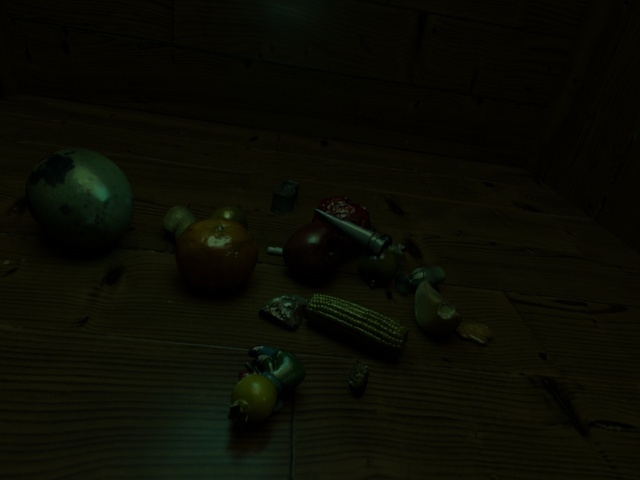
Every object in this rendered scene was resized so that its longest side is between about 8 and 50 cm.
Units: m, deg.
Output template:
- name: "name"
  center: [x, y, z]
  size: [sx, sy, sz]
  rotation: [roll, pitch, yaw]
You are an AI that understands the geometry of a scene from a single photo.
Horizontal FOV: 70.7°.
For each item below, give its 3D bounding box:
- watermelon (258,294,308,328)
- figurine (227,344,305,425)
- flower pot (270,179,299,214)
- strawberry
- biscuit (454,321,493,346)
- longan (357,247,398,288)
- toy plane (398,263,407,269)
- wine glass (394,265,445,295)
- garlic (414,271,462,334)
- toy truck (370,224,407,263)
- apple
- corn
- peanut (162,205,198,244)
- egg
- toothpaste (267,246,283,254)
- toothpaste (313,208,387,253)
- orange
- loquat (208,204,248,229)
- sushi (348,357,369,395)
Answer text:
- name: "watermelon"
  center: [-0.102, 0.232, 1.490]
  size: [0.187, 0.071, 0.139]
  rotation: [-4, 35, -27]
- name: "figurine"
  center: [-0.167, 0.367, 1.155]
  size: [0.185, 0.127, 0.234]
  rotation: [22, 39, 31]
- name: "flower pot"
  center: [-0.173, -0.223, 2.288]
  size: [0.103, 0.108, 0.229]
  rotation: [14, 28, 5]
- name: "strawberry"
  center: [0.070, -0.051, 1.913]
  size: [0.258, 0.257, 0.276]
  rotation: [21, 65, 19]
- name: "biscuit"
  center: [0.544, 0.326, 1.578]
  size: [0.140, 0.023, 0.118]
  rotation: [0, 28, -20]
- name: "longan"
  center: [0.221, 0.106, 1.773]
  size: [0.155, 0.145, 0.176]
  rotation: [8, 62, 36]
- name: "toy plane"
  center: [0.331, 0.104, 1.927]
  size: [0.078, 0.024, 0.084]
  rotation: [-4, 19, 6]
- name: "wine glass"
  center: [0.397, 0.154, 1.782]
  size: [0.203, 0.092, 0.093]
  rotation: [-8, 32, -32]
- name: "garlic"
  center: [0.399, 0.230, 1.563]
  size: [0.146, 0.164, 0.245]
  rotation: [-12, 25, -5]
- name: "toy truck"
  center: [0.258, 0.015, 1.972]
  size: [0.136, 0.111, 0.286]
  rotation: [30, 3, -34]
- name: "apple"
  center: [-0.031, 0.043, 1.719]
  size: [0.234, 0.233, 0.234]
  rotation: [8, 27, -4]
- name: "corn"
  center: [0.110, 0.262, 1.440]
  size: [0.345, 0.131, 0.131]
  rotation: [19, 28, 17]
- name: "peanut"
  center: [-0.551, -0.046, 1.809]
  size: [0.137, 0.122, 0.253]
  rotation: [-21, 44, -31]
- name: "egg"
  center: [-0.868, -0.147, 1.650]
  size: [0.345, 0.344, 0.428]
  rotation: [-15, 50, -40]
- name: "toothpaste"
  center: [-0.124, 0.051, 1.867]
  size: [0.191, 0.031, 0.048]
  rotation: [8, 24, -11]
- name: "toothpaste"
  center: [0.109, -0.041, 1.739]
  size: [0.300, 0.073, 0.114]
  rotation: [28, -10, 15]
- name: "orange"
  center: [-0.359, 0.048, 1.575]
  size: [0.284, 0.225, 0.283]
  rotation: [11, 31, -7]
- name: "loquat"
  center: [-0.382, -0.052, 1.843]
  size: [0.150, 0.172, 0.204]
  rotation: [6, 69, 19]
- name: "sushi"
  center: [0.108, 0.386, 1.278]
  size: [0.052, 0.055, 0.120]
  rotation: [11, 25, 14]
